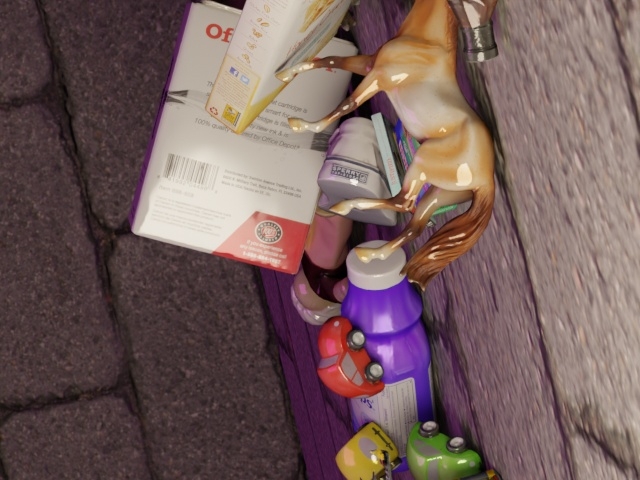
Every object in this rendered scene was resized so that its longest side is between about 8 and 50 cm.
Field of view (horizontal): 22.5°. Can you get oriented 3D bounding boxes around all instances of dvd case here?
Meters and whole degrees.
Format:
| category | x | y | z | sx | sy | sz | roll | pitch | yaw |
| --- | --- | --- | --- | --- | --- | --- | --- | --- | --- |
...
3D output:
| category | x | y | z | sx | sy | sz | roll | pitch | yaw |
| --- | --- | --- | --- | --- | --- | --- | --- | --- | --- |
| dvd case | 0.082 | -0.067 | 1.561 | 0.119 | 0.013 | 0.087 | 34 | -141 | -64 |

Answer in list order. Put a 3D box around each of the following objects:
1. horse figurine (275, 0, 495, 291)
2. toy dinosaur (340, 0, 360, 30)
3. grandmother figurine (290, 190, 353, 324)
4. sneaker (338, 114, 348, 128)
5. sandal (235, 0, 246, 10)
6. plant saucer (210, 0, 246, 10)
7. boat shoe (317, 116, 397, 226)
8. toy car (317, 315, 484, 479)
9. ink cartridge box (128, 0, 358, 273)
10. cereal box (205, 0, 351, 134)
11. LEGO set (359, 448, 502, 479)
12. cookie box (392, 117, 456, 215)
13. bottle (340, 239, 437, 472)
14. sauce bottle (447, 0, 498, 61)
| category | x | y | z | sx | sy | sz | roll | pitch | yaw |
| --- | --- | --- | --- | --- | --- | --- | --- | --- | --- |
| horse figurine | 0.073 | -0.092 | 1.325 | 0.263 | 0.174 | 0.066 | 66 | -169 | 12 |
| toy dinosaur | -0.015 | -0.321 | 1.727 | 0.160 | 0.121 | 0.313 | 106 | 156 | -52 |
| grandmother figurine | 0.000 | 0.000 | 2.153 | 0.342 | 0.104 | 0.208 | 92 | 171 | -56 |
| sneaker | 0.023 | -0.123 | 1.946 | 0.089 | 0.051 | 0.170 | -117 | 10 | -58 |
| sandal | -0.064 | -0.353 | 2.007 | 0.076 | 0.102 | 0.265 | 137 | 125 | -84 |
| plant saucer | -0.060 | -0.267 | 1.935 | 0.029 | 0.168 | 0.168 | -23 | -79 | -71 |
| boat shoe | 0.049 | -0.073 | 1.756 | 0.258 | 0.095 | 0.084 | 95 | -170 | -82 |
| toy car | 0.081 | 0.216 | 1.749 | 0.225 | 0.053 | 0.239 | 25 | 137 | 42 |
| ink cartridge box | -0.091 | -0.121 | 1.844 | 0.114 | 0.197 | 0.273 | -135 | 61 | -77 |
| cereal box | -0.010 | -0.216 | 1.380 | 0.047 | 0.173 | 0.240 | 38 | 146 | 5 |
| LEGO set | 0.124 | 0.371 | 1.539 | 0.331 | 0.192 | 0.255 | -117 | 15 | -60 |
| cookie box | 0.102 | -0.077 | 1.471 | 0.107 | 0.040 | 0.092 | 105 | 149 | -77 |
| bottle | 0.076 | 0.131 | 1.834 | 0.118 | 0.092 | 0.283 | -124 | 21 | -50 |
| sauce bottle | 0.110 | -0.196 | 1.192 | 0.042 | 0.042 | 0.128 | -126 | 23 | -71 |
